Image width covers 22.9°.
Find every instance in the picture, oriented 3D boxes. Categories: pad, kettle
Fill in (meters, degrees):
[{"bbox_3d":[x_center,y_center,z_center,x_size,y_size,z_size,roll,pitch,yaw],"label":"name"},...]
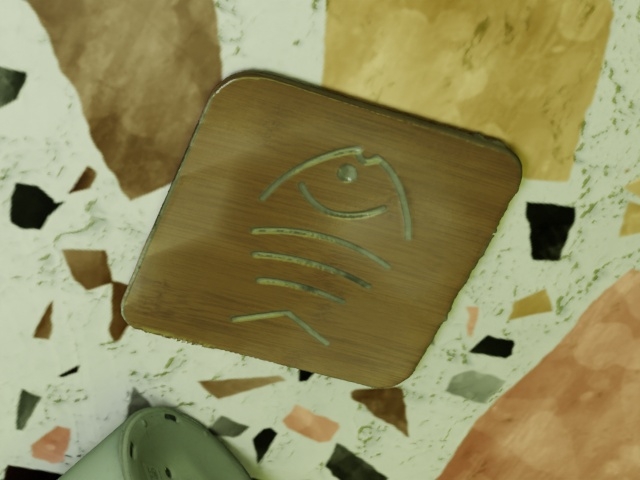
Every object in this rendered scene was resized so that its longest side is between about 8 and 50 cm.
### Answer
[{"bbox_3d":[0.000,0.000,1.370,0.286,0.018,0.284,15,124,-19],"label":"pad"},{"bbox_3d":[-0.205,0.320,1.495,0.318,0.265,0.205,-41,90,20],"label":"kettle"}]
